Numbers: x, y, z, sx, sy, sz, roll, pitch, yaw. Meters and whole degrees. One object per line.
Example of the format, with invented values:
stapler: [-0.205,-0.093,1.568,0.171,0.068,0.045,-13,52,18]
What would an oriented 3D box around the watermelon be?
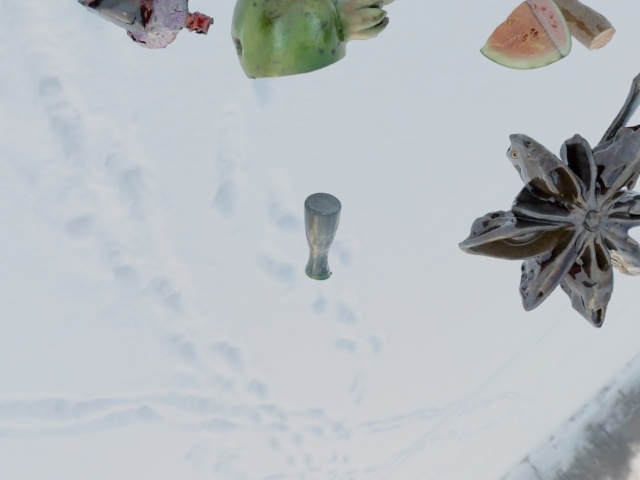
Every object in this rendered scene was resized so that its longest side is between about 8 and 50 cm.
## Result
watermelon: [0.307,-0.318,1.173,0.135,0.125,0.094,-62,141,-25]

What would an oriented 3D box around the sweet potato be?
sweet potato: [0.362,-0.413,1.288,0.067,0.281,0.059,-11,148,-34]

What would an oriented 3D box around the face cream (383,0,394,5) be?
face cream: [0.118,-0.495,1.431,0.070,0.114,0.224,-19,-149,25]

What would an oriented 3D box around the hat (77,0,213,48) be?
hat: [-0.272,-0.326,1.052,0.227,0.140,0.129,9,127,-40]

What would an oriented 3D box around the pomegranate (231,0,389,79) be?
pomegranate: [-0.028,-0.353,1.268,0.190,0.240,0.159,-48,134,-53]

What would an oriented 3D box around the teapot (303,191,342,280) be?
teapot: [0.000,0.000,0.925,0.042,0.042,0.111,-28,139,-32]

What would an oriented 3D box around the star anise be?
star anise: [0.242,-0.036,0.743,0.231,0.209,0.089,-42,-158,-9]
